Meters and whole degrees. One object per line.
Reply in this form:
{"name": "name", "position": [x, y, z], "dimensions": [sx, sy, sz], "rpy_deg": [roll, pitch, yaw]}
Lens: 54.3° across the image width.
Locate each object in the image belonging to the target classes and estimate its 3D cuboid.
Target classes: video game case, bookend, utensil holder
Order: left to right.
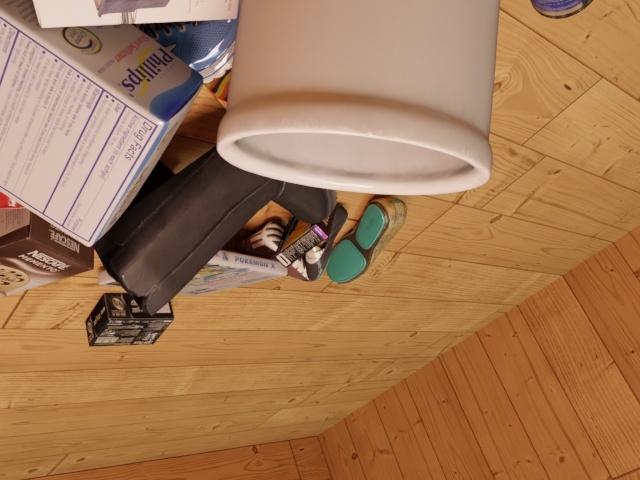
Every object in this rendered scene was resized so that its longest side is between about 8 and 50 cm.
{"name": "bookend", "position": [-0.356, -0.111, 1.166], "dimensions": [0.157, 0.156, 0.072], "rpy_deg": [42, 122, -10]}
{"name": "video game case", "position": [-0.296, 0.077, 1.462], "dimensions": [0.328, 0.036, 0.299], "rpy_deg": [-14, 163, 35]}
{"name": "utensil holder", "position": [0.056, -0.274, 0.761], "dimensions": [0.327, 0.386, 0.327], "rpy_deg": [6, 175, 0]}

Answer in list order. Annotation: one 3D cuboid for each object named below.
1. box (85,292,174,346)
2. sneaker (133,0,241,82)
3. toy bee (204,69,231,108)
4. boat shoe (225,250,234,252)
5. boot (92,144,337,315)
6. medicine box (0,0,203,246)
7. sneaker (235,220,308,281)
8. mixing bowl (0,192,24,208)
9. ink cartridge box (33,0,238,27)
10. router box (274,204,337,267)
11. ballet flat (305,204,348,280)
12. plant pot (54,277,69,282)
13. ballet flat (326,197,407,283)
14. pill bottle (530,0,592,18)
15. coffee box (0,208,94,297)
{"name": "box", "position": [-0.498, 0.208, 1.632], "dimensions": [0.180, 0.078, 0.147], "rpy_deg": [5, 142, -39]}
{"name": "sneaker", "position": [-0.238, -0.289, 0.906], "dimensions": [0.329, 0.130, 0.147], "rpy_deg": [-30, 153, 16]}
{"name": "toy bee", "position": [-0.036, -0.252, 0.966], "dimensions": [0.298, 0.162, 0.195], "rpy_deg": [-27, 158, 31]}
{"name": "boat shoe", "position": [-0.288, 0.024, 1.467], "dimensions": [0.206, 0.065, 0.075], "rpy_deg": [3, 165, -34]}
{"name": "boot", "position": [-0.171, -0.026, 1.170], "dimensions": [0.445, 0.146, 0.367], "rpy_deg": [-50, 147, -21]}
{"name": "medicine box", "position": [-0.354, -0.183, 0.842], "dimensions": [0.289, 0.149, 0.263], "rpy_deg": [35, 128, -13]}
{"name": "sneaker", "position": [-0.124, 0.045, 1.611], "dimensions": [0.162, 0.107, 0.281], "rpy_deg": [-19, 148, 17]}
{"name": "mixing bowl", "position": [-0.485, -0.129, 0.997], "dimensions": [0.181, 0.181, 0.098], "rpy_deg": [-8, 119, -24]}
{"name": "ink cartridge box", "position": [-0.231, -0.354, 0.750], "dimensions": [0.237, 0.172, 0.100], "rpy_deg": [-10, 150, -20]}
{"name": "router box", "position": [-0.032, -0.027, 1.462], "dimensions": [0.133, 0.179, 0.046], "rpy_deg": [-36, 108, 24]}
{"name": "ballet flat", "position": [0.000, 0.000, 1.555], "dimensions": [0.074, 0.074, 0.203], "rpy_deg": [27, 88, -54]}
{"name": "plant pot", "position": [-0.539, 0.036, 1.312], "dimensions": [0.081, 0.082, 0.083], "rpy_deg": [-41, 157, 31]}
{"name": "ballet flat", "position": [0.130, 0.004, 1.688], "dimensions": [0.123, 0.123, 0.349], "rpy_deg": [-4, 147, -29]}
{"name": "pill bottle", "position": [0.381, -0.473, 1.019], "dimensions": [0.122, 0.123, 0.219], "rpy_deg": [-32, 150, 19]}
{"name": "coffee box", "position": [-0.587, 0.014, 1.138], "dimensions": [0.297, 0.119, 0.168], "rpy_deg": [-16, 153, 15]}
